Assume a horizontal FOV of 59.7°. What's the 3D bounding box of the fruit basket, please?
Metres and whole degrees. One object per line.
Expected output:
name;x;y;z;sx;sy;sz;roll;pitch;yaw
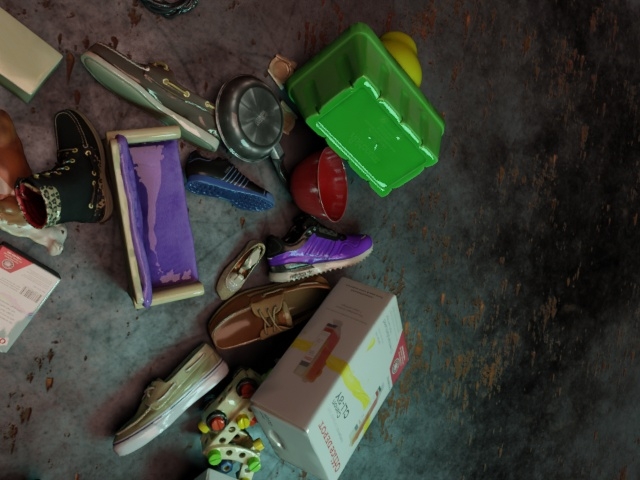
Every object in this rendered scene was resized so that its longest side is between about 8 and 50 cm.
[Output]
fruit basket;0.127;-0.349;1.361;0.283;0.392;0.392;-33;117;25

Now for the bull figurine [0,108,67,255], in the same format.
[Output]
bull figurine;-0.597;-0.100;1.044;0.101;0.188;0.310;-18;99;19

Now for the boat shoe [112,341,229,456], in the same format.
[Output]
boat shoe;-0.349;0.354;1.265;0.302;0.109;0.094;-39;97;-28

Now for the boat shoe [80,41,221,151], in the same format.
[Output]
boat shoe;-0.335;-0.312;1.171;0.324;0.116;0.097;33;77;-31

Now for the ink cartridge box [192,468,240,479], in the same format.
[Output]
ink cartridge box;-0.260;0.630;1.285;0.153;0.087;0.208;35;117;-26

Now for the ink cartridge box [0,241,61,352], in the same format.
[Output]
ink cartridge box;-0.621;0.110;1.095;0.127;0.072;0.175;39;78;-26

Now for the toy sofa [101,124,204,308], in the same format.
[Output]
toy sofa;-0.343;-0.049;1.163;0.150;0.177;0.363;-11;101;-26

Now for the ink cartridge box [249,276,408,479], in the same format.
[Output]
ink cartridge box;0.039;0.326;1.311;0.385;0.160;0.279;-50;142;-31

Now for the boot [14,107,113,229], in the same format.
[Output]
boot;-0.496;-0.138;1.063;0.178;0.085;0.236;-29;107;-69

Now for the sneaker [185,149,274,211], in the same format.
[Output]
sneaker;-0.201;-0.136;1.280;0.232;0.081;0.091;18;59;-41

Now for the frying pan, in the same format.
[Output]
frying pan;-0.135;-0.217;1.276;0.197;0.053;0.326;-32;113;-44

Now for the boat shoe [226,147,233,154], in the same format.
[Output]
boat shoe;-0.196;-0.267;1.284;0.040;0.049;0.142;-3;100;-27

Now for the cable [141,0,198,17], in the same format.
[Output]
cable;-0.337;-0.564;1.180;0.184;0.047;0.151;31;77;-25

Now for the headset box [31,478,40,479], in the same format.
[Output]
headset box;-0.661;0.659;1.091;0.246;0.131;0.283;-10;96;-20

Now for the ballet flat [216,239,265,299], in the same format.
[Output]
ballet flat;-0.190;0.069;1.326;0.057;0.052;0.168;37;80;-26

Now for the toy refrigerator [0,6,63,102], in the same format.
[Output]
toy refrigerator;-0.628;-0.383;1.021;0.269;0.094;0.102;38;72;-27

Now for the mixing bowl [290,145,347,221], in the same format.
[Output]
mixing bowl;-0.011;-0.133;1.350;0.181;0.098;0.182;-2;90;-65

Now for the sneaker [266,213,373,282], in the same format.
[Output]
sneaker;0.000;0.000;1.389;0.293;0.102;0.146;-15;103;-25

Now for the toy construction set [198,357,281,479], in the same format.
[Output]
toy construction set;-0.161;0.415;1.329;0.215;0.151;0.328;41;77;-25

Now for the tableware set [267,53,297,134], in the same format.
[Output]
tableware set;-0.091;-0.351;1.343;0.141;0.020;0.169;39;79;-26

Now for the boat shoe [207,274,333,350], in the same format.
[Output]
boat shoe;-0.112;0.166;1.341;0.324;0.120;0.123;-27;108;-22
